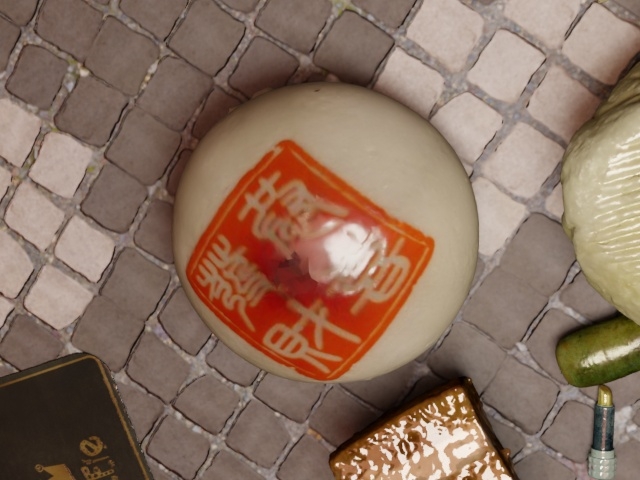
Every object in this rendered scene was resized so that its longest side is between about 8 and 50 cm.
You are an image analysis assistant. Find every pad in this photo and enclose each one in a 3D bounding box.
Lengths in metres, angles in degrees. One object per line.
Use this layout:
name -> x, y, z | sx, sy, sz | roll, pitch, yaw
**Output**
pad -> -0.321, 0.347, 1.516 | 0.315, 0.063, 0.375 | -19, 98, 14

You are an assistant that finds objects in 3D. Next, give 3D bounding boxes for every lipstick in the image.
lipstick -> 0.356, 0.239, 1.382 | 0.037, 0.037, 0.116 | 3, 98, 10

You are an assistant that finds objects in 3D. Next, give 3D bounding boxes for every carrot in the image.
carrot -> 0.456, 0.094, 1.314 | 0.358, 0.074, 0.074 | -21, 97, 13

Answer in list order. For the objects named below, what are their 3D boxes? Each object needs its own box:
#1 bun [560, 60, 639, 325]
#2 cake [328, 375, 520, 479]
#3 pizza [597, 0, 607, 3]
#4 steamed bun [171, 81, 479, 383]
bun -> 0.437, -0.071, 1.203 | 0.349, 0.227, 0.352 | -4, 103, 11
cake -> 0.163, 0.325, 1.317 | 0.196, 0.199, 0.293 | -31, 80, 3
pizza -> 0.367, -0.379, 1.231 | 0.204, 0.080, 0.188 | -15, 98, 12
steamed bun -> 0.000, 0.000, 1.296 | 0.374, 0.241, 0.374 | 2, 104, 8
